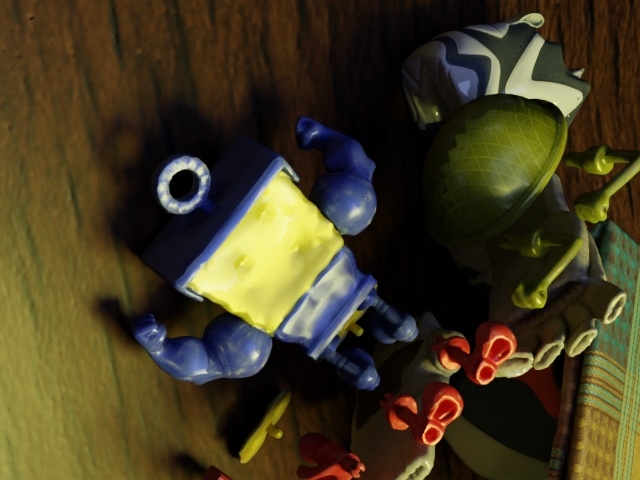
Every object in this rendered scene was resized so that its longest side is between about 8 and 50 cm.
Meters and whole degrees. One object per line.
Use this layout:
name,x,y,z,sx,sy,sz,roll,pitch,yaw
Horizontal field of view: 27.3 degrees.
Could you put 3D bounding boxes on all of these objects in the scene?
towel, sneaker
towel,0.257,0.166,1.015,0.370,0.040,0.271,33,64,-52
sneaker,0.164,-0.073,1.048,0.153,0.094,0.235,-32,109,-26
sneaker,0.251,0.142,1.127,0.350,0.131,0.148,17,111,-45

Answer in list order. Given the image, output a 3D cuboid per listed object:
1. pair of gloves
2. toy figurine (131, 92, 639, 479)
pair of gloves,0.103,0.075,0.909,0.042,0.204,0.240,38,106,-14
toy figurine,0.000,0.000,0.838,0.217,0.191,0.362,40,87,-24
